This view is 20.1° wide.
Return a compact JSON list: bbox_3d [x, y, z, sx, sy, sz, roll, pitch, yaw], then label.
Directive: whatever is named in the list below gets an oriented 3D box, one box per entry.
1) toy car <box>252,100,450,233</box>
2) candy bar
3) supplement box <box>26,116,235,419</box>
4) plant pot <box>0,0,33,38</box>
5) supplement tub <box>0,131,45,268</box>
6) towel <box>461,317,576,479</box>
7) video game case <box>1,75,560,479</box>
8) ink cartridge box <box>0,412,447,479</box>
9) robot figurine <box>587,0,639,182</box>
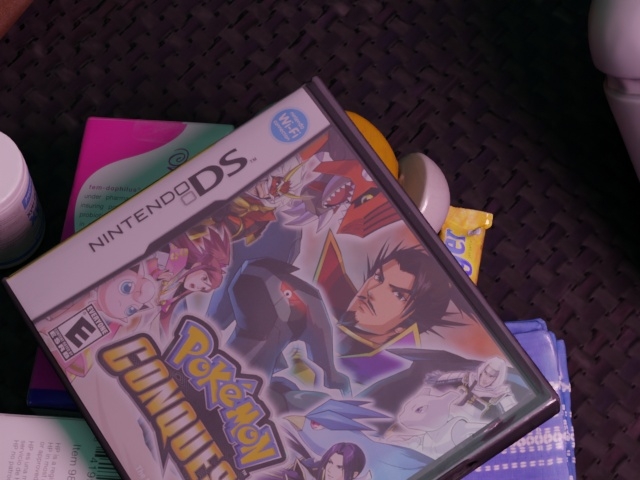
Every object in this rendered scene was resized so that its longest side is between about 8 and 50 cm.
[{"bbox_3d":[0.000,0.000,1.282,0.159,0.136,0.182,24,46,-25],"label":"toy car"},{"bbox_3d":[0.096,0.049,1.326,0.040,0.018,0.161,9,66,4],"label":"candy bar"},{"bbox_3d":[-0.121,0.034,1.277,0.111,0.114,0.220,5,68,11],"label":"supplement box"},{"bbox_3d":[-0.296,-0.194,1.365,0.167,0.167,0.165,29,78,12],"label":"plant pot"},{"bbox_3d":[-0.242,-0.029,1.313,0.071,0.107,0.071,0,67,0],"label":"supplement tub"},{"bbox_3d":[0.060,0.222,1.226,0.243,0.040,0.336,-5,68,6],"label":"towel"},{"bbox_3d":[-0.030,0.065,1.132,0.248,0.035,0.275,-33,67,-5],"label":"video game case"},{"bbox_3d":[-0.072,0.241,1.158,0.308,0.129,0.223,3,68,11],"label":"ink cartridge box"},{"bbox_3d":[0.307,-0.091,1.234,0.200,0.300,0.353,-29,108,-15],"label":"robot figurine"}]
